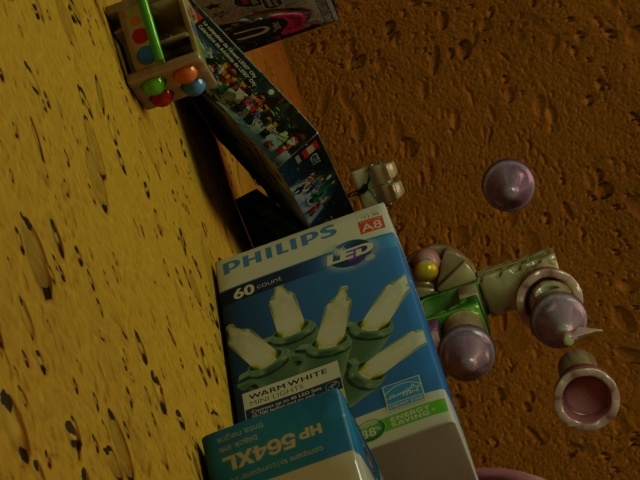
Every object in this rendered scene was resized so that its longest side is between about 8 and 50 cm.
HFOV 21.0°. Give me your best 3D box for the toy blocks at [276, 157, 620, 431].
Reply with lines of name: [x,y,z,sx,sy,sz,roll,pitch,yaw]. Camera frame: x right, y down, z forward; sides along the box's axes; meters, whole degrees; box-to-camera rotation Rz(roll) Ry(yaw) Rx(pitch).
toy blocks: [0.117,0.078,1.670,0.260,0.288,0.309,-71,143,-78]

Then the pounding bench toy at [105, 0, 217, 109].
pounding bench toy: [-0.107,-0.130,1.134,0.083,0.052,0.065,60,11,-71]

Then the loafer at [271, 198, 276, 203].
loafer: [0.000,0.000,2.001,0.267,0.096,0.084,60,29,-36]

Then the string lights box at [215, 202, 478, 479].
string lights box: [0.012,0.089,1.137,0.259,0.133,0.077,-105,174,-58]

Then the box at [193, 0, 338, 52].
box: [-0.080,-0.318,1.879,0.247,0.142,0.163,46,26,-79]

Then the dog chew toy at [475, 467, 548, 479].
dog chew toy: [0.121,0.323,1.139,0.206,0.206,0.332,-96,174,-76]

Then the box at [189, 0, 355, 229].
box: [-0.047,-0.087,1.439,0.159,0.044,0.233,48,-5,20]

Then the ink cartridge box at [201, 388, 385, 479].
ink cartridge box: [0.012,0.205,0.897,0.203,0.086,0.148,-105,174,-45]

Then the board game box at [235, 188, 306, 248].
board game box: [-0.011,0.039,1.487,0.186,0.026,0.126,39,-27,60]

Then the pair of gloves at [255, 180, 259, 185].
pair of gloves: [-0.079,-0.105,1.803,0.074,0.010,0.083,68,7,-57]
